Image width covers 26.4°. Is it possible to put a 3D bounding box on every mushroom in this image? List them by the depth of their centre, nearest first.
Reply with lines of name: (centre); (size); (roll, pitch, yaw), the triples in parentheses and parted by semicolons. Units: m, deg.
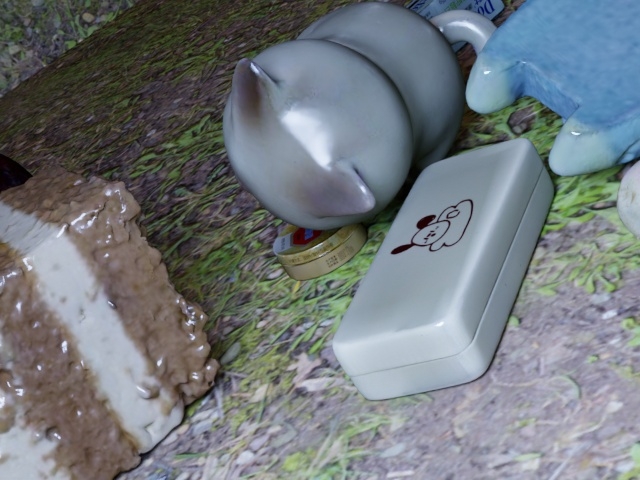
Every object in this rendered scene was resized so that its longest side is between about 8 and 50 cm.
mushroom: (0.299, -0.033, 1.179); (0.083, 0.067, 0.084); (-6, 60, 11)

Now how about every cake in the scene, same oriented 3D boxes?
cake: (-0.291, 0.101, 1.373); (0.290, 0.256, 0.282); (-34, 21, -18)

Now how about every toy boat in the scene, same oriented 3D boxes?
toy boat: (0.313, -0.178, 1.372); (0.330, 0.123, 0.215); (-37, 53, -19)

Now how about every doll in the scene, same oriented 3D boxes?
doll: (0.029, -0.136, 1.456); (0.226, 0.215, 0.370); (-34, 3, 39)

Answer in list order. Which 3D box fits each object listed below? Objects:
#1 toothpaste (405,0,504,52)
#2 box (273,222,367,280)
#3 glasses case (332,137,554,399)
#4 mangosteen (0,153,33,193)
toothpaste: (0.118, -0.254, 1.830); (0.336, 0.081, 0.067); (-44, 23, -30)
box: (0.000, 0.000, 1.506); (0.105, 0.037, 0.105); (-25, 24, 12)
glasses case: (0.122, 0.019, 1.276); (0.131, 0.070, 0.313); (-15, 27, 32)
mangosteen: (-0.419, 0.042, 1.659); (0.300, 0.300, 0.300); (-25, 23, 12)
